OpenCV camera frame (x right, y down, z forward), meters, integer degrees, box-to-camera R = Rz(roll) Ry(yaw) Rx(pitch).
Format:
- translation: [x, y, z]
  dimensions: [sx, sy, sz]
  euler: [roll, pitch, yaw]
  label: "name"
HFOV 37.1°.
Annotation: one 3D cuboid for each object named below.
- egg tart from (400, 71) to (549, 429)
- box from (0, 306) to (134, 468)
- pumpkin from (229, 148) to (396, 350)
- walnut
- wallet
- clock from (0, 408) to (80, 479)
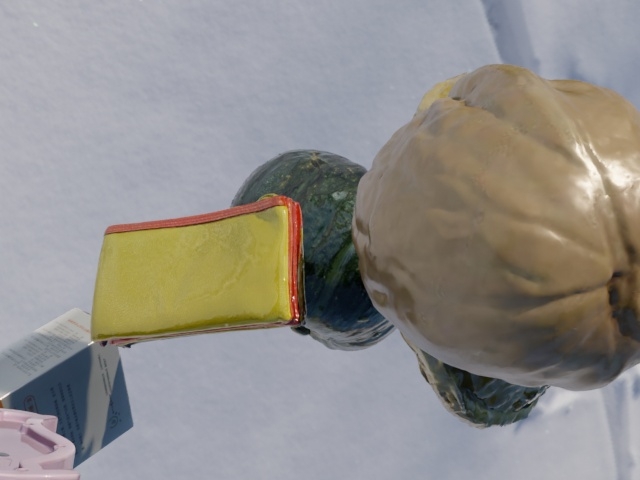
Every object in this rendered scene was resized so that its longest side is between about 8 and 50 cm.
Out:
- translation: [0.209, 0.008, 0.993]
  dimensions: [0.387, 0.169, 0.388]
  euler: [5, 84, -53]
  label: "egg tart"
- translation: [-0.432, 0.261, 1.417]
  dimensions: [0.299, 0.106, 0.200]
  euler: [-34, 133, -40]
  label: "box"
- translation: [0.000, 0.000, 1.351]
  dimensions: [0.263, 0.293, 0.197]
  euler: [-57, 163, -2]
  label: "pumpkin"
- translation: [0.134, -0.008, 0.650]
  dimensions: [0.224, 0.261, 0.225]
  euler: [-3, 103, -12]
  label: "walnut"
- translation: [-0.128, 0.036, 1.015]
  dimensions: [0.067, 0.241, 0.141]
  euler: [33, 53, -60]
  label: "wallet"
- translation: [-0.372, 0.210, 0.862]
  dimensions: [0.290, 0.275, 0.080]
  euler: [8, 89, -15]
  label: "clock"
